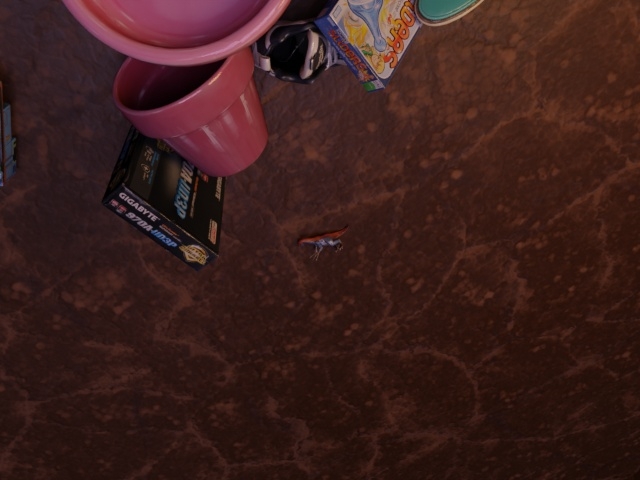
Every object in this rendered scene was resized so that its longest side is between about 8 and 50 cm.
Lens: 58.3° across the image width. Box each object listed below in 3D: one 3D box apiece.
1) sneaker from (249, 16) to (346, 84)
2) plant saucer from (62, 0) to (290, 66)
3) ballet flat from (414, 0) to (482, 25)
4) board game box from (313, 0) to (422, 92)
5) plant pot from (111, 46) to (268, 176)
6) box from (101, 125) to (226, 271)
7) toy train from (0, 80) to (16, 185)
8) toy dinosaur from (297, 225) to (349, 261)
[{"bbox_3d":[0.008,-0.285,0.851,0.235,0.153,0.094,-4,125,-11],"label":"sneaker"},{"bbox_3d":[-0.175,-0.384,0.719,0.332,0.084,0.332,0,97,3],"label":"plant saucer"},{"bbox_3d":[0.242,-0.412,0.865,0.248,0.086,0.086,-44,122,7],"label":"ballet flat"},{"bbox_3d":[0.086,-0.336,0.835,0.136,0.035,0.201,44,64,-33],"label":"board game box"},{"bbox_3d":[-0.171,-0.199,0.853,0.201,0.201,0.180,-26,140,4],"label":"plant pot"},{"bbox_3d":[-0.230,-0.081,0.887,0.051,0.220,0.175,-35,124,21],"label":"box"},{"bbox_3d":[-0.499,-0.159,0.842,0.080,0.105,0.184,9,120,-10],"label":"toy train"},{"bbox_3d":[0.000,0.000,1.118,0.082,0.047,0.090,22,82,-15],"label":"toy dinosaur"}]
